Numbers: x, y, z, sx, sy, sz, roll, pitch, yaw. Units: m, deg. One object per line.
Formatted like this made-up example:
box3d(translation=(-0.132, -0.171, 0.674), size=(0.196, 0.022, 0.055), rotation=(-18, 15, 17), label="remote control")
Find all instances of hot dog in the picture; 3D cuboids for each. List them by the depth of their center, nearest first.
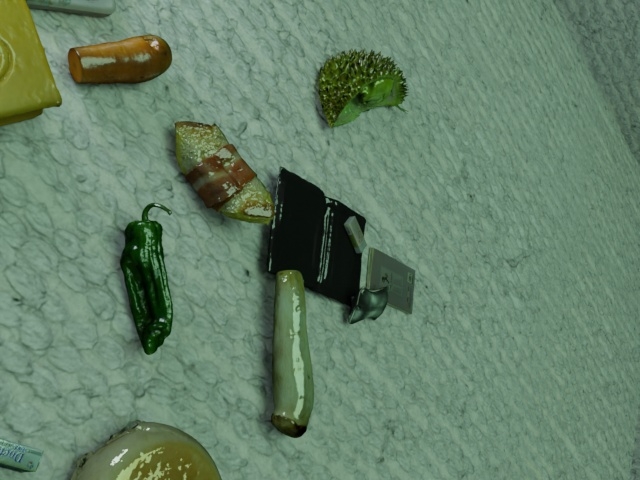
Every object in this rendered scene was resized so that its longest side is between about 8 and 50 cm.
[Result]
box3d(translation=(-0.197, -0.124, 1.333), size=(0.123, 0.093, 0.261), rotation=(-37, 91, -36), label="hot dog")

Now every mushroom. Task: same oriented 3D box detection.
box3d(translation=(-0.059, 0.231, 1.378), size=(0.087, 0.107, 0.333), rotation=(-1, 76, -3), label="mushroom")

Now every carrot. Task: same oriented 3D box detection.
box3d(translation=(-0.357, -0.323, 1.223), size=(0.193, 0.087, 0.087), rotation=(-31, 102, -44), label="carrot")

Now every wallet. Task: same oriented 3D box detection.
box3d(translation=(0.000, 0.000, 1.540), size=(0.323, 0.041, 0.247), rotation=(28, 60, -47), label="wallet")

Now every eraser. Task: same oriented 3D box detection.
box3d(translation=(0.084, -0.013, 1.606), size=(0.038, 0.019, 0.083), rotation=(-54, 126, -47), label="eraser")

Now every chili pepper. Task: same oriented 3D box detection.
box3d(translation=(-0.298, 0.066, 1.168), size=(0.074, 0.100, 0.257), rotation=(-7, 87, -42), label="chili pepper")

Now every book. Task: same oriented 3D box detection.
box3d(translation=(0.182, 0.105, 1.726), size=(0.182, 0.014, 0.127), rotation=(27, 61, -40), label="book")

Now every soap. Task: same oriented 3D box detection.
box3d(translation=(-0.560, -0.247, 0.966), size=(0.324, 0.096, 0.204), rotation=(-31, 109, -46), label="soap")

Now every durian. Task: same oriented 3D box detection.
box3d(translation=(0.110, -0.401, 1.744), size=(0.355, 0.157, 0.169), rotation=(-23, 132, -47), label="durian")

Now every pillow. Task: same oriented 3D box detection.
box3d(translation=(0.117, 0.152, 1.602), size=(0.136, 0.055, 0.091), rotation=(6, 82, -52), label="pillow")

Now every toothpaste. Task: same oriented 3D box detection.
box3d(translation=(-0.482, 0.294, 0.955), size=(0.164, 0.046, 0.034), rotation=(33, 54, -36), label="toothpaste")

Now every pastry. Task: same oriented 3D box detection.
box3d(translation=(-0.279, 0.422, 1.069), size=(0.265, 0.133, 0.264), rotation=(15, 69, -43), label="pastry")

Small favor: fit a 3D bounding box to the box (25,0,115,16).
box3d(translation=(-0.490, -0.468, 1.151), size=(0.285, 0.044, 0.142), rotation=(-10, 92, -47), label="box")
